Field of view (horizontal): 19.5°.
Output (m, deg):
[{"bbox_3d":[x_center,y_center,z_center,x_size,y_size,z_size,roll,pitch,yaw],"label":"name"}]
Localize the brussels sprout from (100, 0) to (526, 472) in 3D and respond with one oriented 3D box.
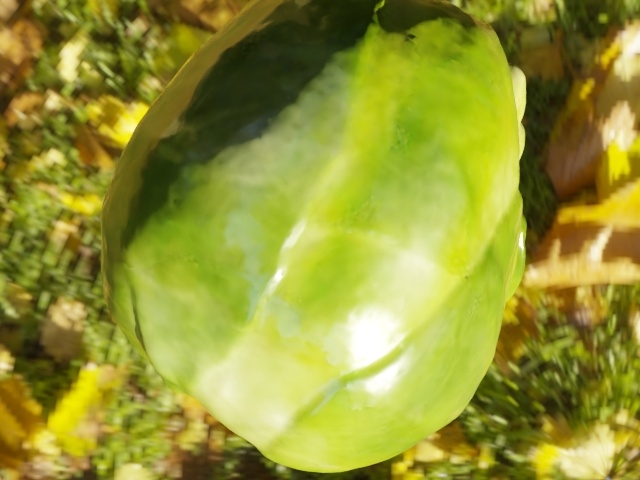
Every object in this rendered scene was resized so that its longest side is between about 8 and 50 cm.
[{"bbox_3d":[0.000,0.000,1.293,0.276,0.371,0.314,14,65,12],"label":"brussels sprout"}]
